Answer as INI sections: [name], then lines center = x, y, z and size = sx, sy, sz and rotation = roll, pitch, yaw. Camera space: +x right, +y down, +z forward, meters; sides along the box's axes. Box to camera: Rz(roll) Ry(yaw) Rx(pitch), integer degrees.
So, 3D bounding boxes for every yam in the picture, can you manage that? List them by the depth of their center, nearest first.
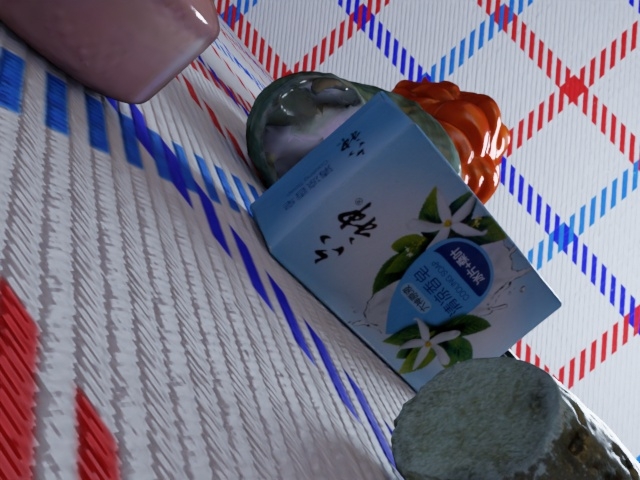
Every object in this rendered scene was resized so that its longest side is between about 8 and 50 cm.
[yam]
center = 0.133, 0.153, 0.487
size = 0.194, 0.107, 0.107
rotation = 47, 7, -14

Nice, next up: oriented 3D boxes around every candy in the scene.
[candy]
center = -0.172, -0.200, 0.549
size = 0.255, 0.094, 0.255
rotation = 48, 7, -7

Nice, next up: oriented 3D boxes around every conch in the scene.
[conch]
center = 0.043, -0.071, 0.947
size = 0.195, 0.220, 0.277
rotation = 9, -46, 33

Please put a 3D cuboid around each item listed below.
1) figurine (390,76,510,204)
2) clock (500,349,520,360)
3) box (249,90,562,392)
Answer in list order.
[figurine]
center = 0.154, -0.136, 1.489
size = 0.412, 0.306, 0.241
rotation = -8, 97, -83
[clock]
center = 0.286, 0.238, 1.187
size = 0.319, 0.066, 0.319
rotation = 47, 7, -7
[box]
center = 0.073, 0.013, 0.724
size = 0.232, 0.143, 0.083
rotation = 45, 8, -32
